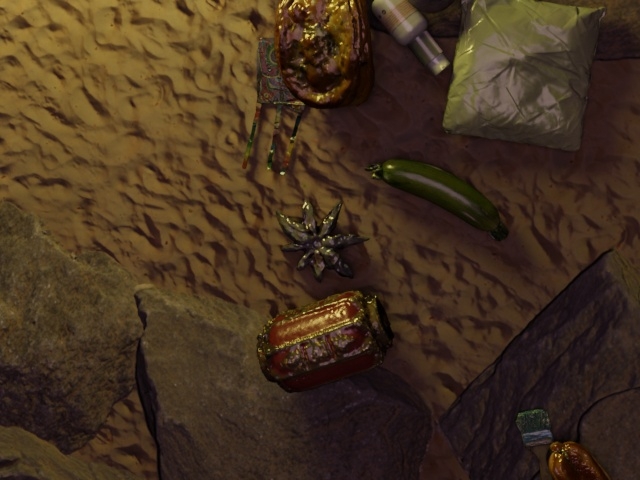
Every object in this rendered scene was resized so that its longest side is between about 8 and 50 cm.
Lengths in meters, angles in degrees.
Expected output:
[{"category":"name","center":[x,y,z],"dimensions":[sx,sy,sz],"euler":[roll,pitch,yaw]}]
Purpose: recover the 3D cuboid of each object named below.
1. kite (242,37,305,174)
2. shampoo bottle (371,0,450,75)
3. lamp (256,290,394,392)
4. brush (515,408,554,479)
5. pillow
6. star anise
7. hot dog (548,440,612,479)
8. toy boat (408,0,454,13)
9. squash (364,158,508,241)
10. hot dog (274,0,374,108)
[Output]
[{"category":"kite","center":[-0.087,-0.277,1.806],"dimensions":[0.152,0.015,0.286],"euler":[17,98,11]},{"category":"shampoo bottle","center":[0.182,-0.409,1.707],"dimensions":[0.074,0.074,0.192],"euler":[-40,90,13]},{"category":"lamp","center":[0.009,0.207,1.769],"dimensions":[0.273,0.177,0.177],"euler":[-19,94,11]},{"category":"brush","center":[0.457,0.445,1.797],"dimensions":[0.070,0.021,0.196],"euler":[-14,95,14]},{"category":"pillow","center":[0.389,-0.327,1.677],"dimensions":[0.274,0.076,0.281],"euler":[9,100,7]},{"category":"star anise","center":[0.000,0.000,1.801],"dimensions":[0.180,0.061,0.205],"euler":[-31,91,13]},{"category":"hot dog","center":[0.549,0.513,1.765],"dimensions":[0.100,0.068,0.250],"euler":[-35,95,-10]},{"category":"toy boat","center":[0.197,-0.546,1.670],"dimensions":[0.155,0.085,0.228],"euler":[-10,87,-27]},{"category":"squash","center":[0.244,-0.099,1.740],"dimensions":[0.318,0.071,0.080],"euler":[27,143,3]},{"category":"hot dog","center":[0.013,-0.389,1.692],"dimensions":[0.196,0.122,0.272],"euler":[3,113,20]}]
